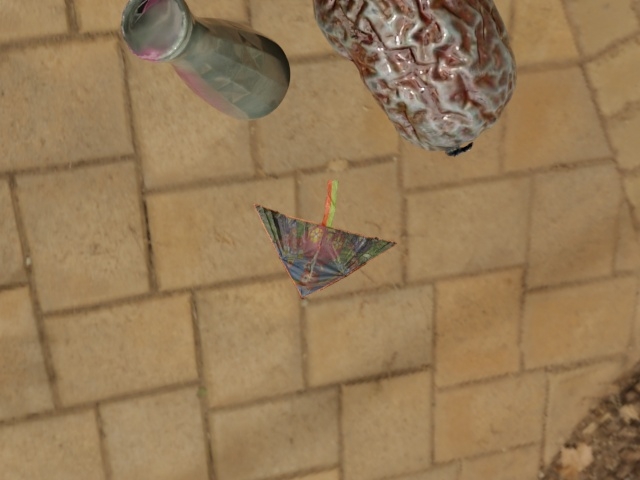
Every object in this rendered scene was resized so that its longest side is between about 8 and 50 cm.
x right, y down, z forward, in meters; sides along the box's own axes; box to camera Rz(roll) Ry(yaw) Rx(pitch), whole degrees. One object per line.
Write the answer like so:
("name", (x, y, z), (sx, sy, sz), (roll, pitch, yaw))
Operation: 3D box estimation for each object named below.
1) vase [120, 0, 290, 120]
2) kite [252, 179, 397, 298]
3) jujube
("vase", (-0.098, -0.162, 0.795), (0.086, 0.214, 0.086), (0, 89, 16))
("kite", (0.000, 0.000, 1.136), (0.190, 0.010, 0.159), (16, 107, -14))
("jujube", (0.129, -0.272, 1.211), (0.226, 0.226, 0.317), (-34, 108, -1))
